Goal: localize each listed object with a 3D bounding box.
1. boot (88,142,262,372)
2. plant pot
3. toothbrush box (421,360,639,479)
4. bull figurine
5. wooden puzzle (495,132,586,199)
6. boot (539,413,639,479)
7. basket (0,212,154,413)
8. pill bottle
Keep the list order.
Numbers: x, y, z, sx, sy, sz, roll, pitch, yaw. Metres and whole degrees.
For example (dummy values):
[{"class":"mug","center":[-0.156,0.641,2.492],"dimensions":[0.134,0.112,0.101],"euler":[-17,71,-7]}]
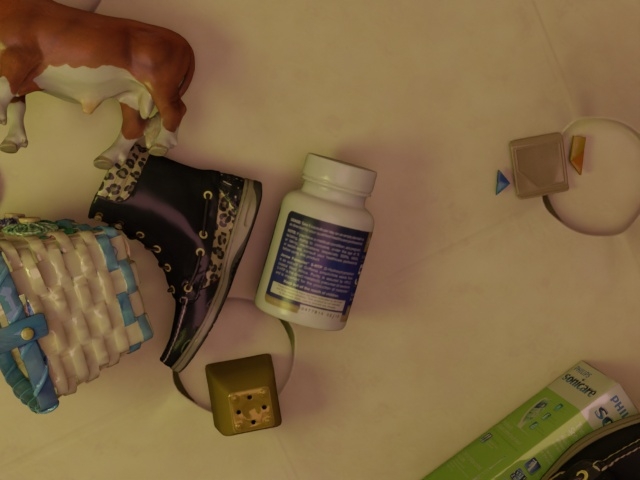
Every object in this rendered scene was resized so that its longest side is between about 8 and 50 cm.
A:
[{"class":"boot","center":[-0.184,0.013,1.389],"dimensions":[0.178,0.085,0.236],"euler":[22,90,-10]},{"class":"plant pot","center":[-0.086,0.187,1.432],"dimensions":[0.081,0.083,0.081],"euler":[-10,101,-9]},{"class":"toothbrush box","center":[0.285,0.320,1.503],"dimensions":[0.283,0.122,0.206],"euler":[-36,103,-3]},{"class":"bull figurine","center":[-0.284,-0.185,1.306],"dimensions":[0.310,0.101,0.188],"euler":[6,69,-17]},{"class":"wooden puzzle","center":[0.267,-0.091,1.492],"dimensions":[0.116,0.014,0.078],"euler":[-4,95,-10]},{"class":"boot","center":[0.296,0.336,1.299],"dimensions":[0.377,0.284,0.138],"euler":[-28,101,-4]},{"class":"basket","center":[-0.345,0.084,1.289],"dimensions":[0.289,0.255,0.201],"euler":[-28,106,-24]},{"class":"pill bottle","center":[0.000,0.000,1.404],"dimensions":[0.112,0.112,0.187],"euler":[15,96,-12]}]
